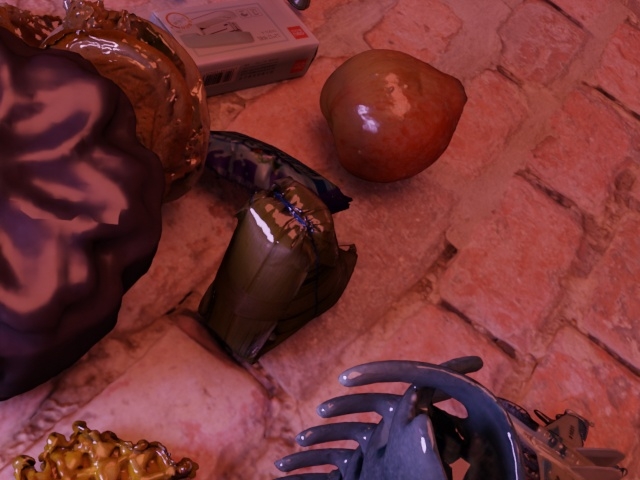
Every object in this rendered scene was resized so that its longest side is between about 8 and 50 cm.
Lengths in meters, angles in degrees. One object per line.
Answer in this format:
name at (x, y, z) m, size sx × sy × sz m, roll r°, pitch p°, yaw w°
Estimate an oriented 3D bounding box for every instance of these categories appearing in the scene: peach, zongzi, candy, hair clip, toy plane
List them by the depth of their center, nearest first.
hair clip at (0.088, 0.279, 0.794) m, size 0.391 × 0.318 × 0.239 m, roll -7°, pitch 54°, yaw -30°
zongzi at (0.000, 0.000, 1.020) m, size 0.123 × 0.260 × 0.289 m, roll 45°, pitch 49°, yaw 18°
toy plane at (0.276, 0.262, 1.069) m, size 0.261 × 0.088 × 0.192 m, roll 28°, pitch 39°, yaw 12°
candy at (-0.086, -0.102, 1.150) m, size 0.275 × 0.070 × 0.145 m, roll 24°, pitch 17°, yaw 12°
peach at (0.118, -0.203, 1.283) m, size 0.232 × 0.233 × 0.233 m, roll 14°, pitch 48°, yaw -16°

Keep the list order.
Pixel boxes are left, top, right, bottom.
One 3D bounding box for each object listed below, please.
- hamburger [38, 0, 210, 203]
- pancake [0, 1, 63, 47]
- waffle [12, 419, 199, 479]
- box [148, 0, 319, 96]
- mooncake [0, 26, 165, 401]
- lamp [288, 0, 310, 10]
hamburger at (-0.266, -0.166, 1.035) m, size 0.286 × 0.243 × 0.146 m, roll 60°, pitch 19°, yaw -13°
pancake at (-0.357, -0.286, 1.194) m, size 0.244 × 0.057 × 0.266 m, roll -33°, pitch 76°, yaw -29°
waffle at (-0.210, 0.293, 0.810) m, size 0.231 × 0.051 × 0.229 m, roll 23°, pitch 49°, yaw -7°
box at (-0.142, -0.321, 1.344) m, size 0.269 × 0.079 × 0.135 m, roll -21°, pitch 65°, yaw -38°
mooncake at (-0.346, -0.038, 0.841) m, size 0.350 × 0.212 × 0.381 m, roll -20°, pitch 78°, yaw -28°
lamp at (-0.149, -0.486, 1.452) m, size 0.283 × 0.203 × 0.125 m, roll -7°, pitch 61°, yaw -7°
